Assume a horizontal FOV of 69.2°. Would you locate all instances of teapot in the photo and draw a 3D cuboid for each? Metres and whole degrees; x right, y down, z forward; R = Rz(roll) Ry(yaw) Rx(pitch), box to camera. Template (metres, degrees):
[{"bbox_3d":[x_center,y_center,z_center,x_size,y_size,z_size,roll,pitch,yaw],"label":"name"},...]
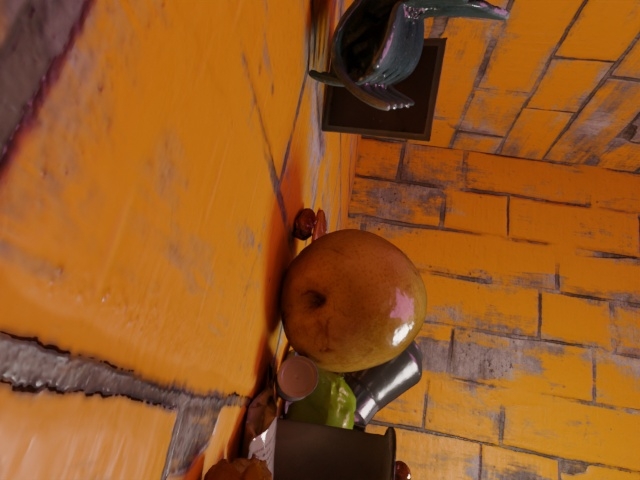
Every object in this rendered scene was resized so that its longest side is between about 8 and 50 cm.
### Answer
[{"bbox_3d":[0.122,0.455,1.592,0.362,0.376,0.305,-43,121,-26],"label":"teapot"}]

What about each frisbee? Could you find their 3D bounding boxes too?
[{"bbox_3d":[0.000,0.000,1.440,0.192,0.035,0.192,8,90,-85],"label":"frisbee"}]

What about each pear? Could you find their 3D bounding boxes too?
[{"bbox_3d":[0.063,0.125,0.954,0.314,0.315,0.314,9,90,-84],"label":"pear"}]

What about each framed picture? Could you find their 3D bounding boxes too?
[{"bbox_3d":[0.145,-0.365,1.116,0.018,0.293,0.231,-8,109,-59],"label":"framed picture"}]

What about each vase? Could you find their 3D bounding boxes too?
[{"bbox_3d":[0.011,0.526,1.045,0.245,0.291,0.244,7,90,-86],"label":"vase"}]

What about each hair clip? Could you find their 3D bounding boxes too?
[{"bbox_3d":[0.131,-0.406,0.919,0.318,0.392,0.238,-41,155,-61],"label":"hair clip"}]

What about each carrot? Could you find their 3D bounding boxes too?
[{"bbox_3d":[0.177,0.584,1.081,0.060,0.060,0.186,-71,162,-62],"label":"carrot"}]

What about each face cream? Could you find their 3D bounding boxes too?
[{"bbox_3d":[-0.054,0.288,0.948,0.250,0.077,0.077,108,-7,-68],"label":"face cream"}]

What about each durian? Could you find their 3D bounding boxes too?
[{"bbox_3d":[-0.005,0.528,1.285,0.255,0.205,0.339,83,9,-56],"label":"durian"}]

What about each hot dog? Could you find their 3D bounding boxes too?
[{"bbox_3d":[-0.031,-0.038,1.048,0.144,0.038,0.062,-63,160,-74],"label":"hot dog"}]

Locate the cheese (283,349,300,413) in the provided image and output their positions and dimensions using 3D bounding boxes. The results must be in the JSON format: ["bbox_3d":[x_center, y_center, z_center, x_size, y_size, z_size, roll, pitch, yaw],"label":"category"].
[{"bbox_3d":[-0.064,0.312,1.178,0.135,0.052,0.244,95,5,-54],"label":"cheese"}]

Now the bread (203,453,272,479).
[{"bbox_3d":[-0.111,0.446,0.649,0.185,0.109,0.380,-66,162,-66],"label":"bread"}]

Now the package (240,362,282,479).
[{"bbox_3d":[-0.104,0.376,0.846,0.251,0.062,0.203,-75,173,-73],"label":"package"}]
